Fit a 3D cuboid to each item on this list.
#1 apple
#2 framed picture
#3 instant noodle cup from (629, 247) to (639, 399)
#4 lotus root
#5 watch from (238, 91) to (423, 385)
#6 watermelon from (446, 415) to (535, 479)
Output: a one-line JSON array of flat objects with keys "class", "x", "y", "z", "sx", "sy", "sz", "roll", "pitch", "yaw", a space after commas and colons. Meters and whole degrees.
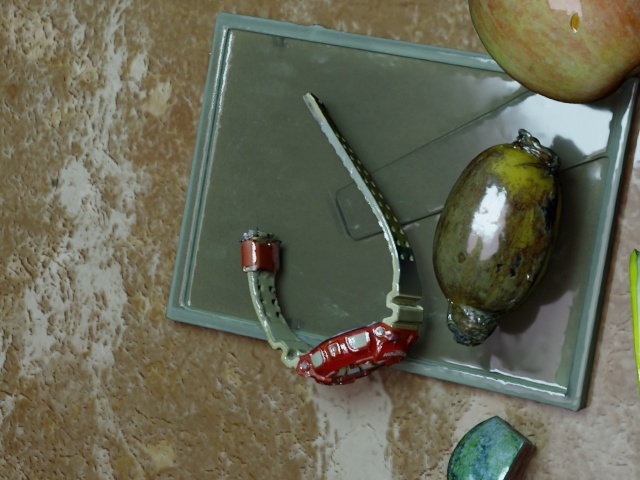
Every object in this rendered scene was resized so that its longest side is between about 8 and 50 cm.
[{"class": "apple", "x": 0.235, "y": -0.217, "z": 1.780, "sx": 0.188, "sy": 0.188, "sz": 0.174, "roll": -40, "pitch": 81, "yaw": 18}, {"class": "framed picture", "x": 0.074, "y": -0.036, "z": 1.935, "sx": 0.446, "sy": 0.028, "sz": 0.326, "roll": 12, "pitch": 96, "yaw": 20}, {"class": "instant noodle cup", "x": 0.394, "y": 0.142, "z": 1.691, "sx": 0.222, "sy": 0.311, "sz": 0.311, "roll": -6, "pitch": 89, "yaw": 11}, {"class": "lotus root", "x": 0.162, "y": -0.002, "z": 1.822, "sx": 0.120, "sy": 0.120, "sz": 0.209, "roll": 22, "pitch": 98, "yaw": 20}, {"class": "watch", "x": -0.001, "y": 0.009, "z": 1.909, "sx": 0.165, "sy": 0.102, "sz": 0.268, "roll": -34, "pitch": 71, "yaw": 20}, {"class": "watermelon", "x": 0.170, "y": 0.217, "z": 1.882, "sx": 0.072, "sy": 0.092, "sz": 0.084, "roll": 23, "pitch": 112, "yaw": -20}]
